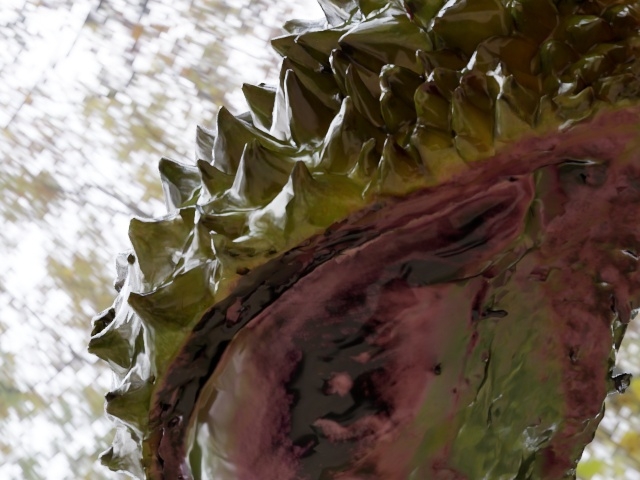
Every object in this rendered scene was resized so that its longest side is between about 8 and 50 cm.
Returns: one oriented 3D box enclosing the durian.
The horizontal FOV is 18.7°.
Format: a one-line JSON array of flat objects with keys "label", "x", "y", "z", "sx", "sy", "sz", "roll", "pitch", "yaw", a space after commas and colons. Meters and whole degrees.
[{"label": "durian", "x": -0.003, "y": 0.002, "z": 0.411, "sx": 0.108, "sy": 0.119, "sz": 0.186, "roll": -16, "pitch": -40, "yaw": -19}]
